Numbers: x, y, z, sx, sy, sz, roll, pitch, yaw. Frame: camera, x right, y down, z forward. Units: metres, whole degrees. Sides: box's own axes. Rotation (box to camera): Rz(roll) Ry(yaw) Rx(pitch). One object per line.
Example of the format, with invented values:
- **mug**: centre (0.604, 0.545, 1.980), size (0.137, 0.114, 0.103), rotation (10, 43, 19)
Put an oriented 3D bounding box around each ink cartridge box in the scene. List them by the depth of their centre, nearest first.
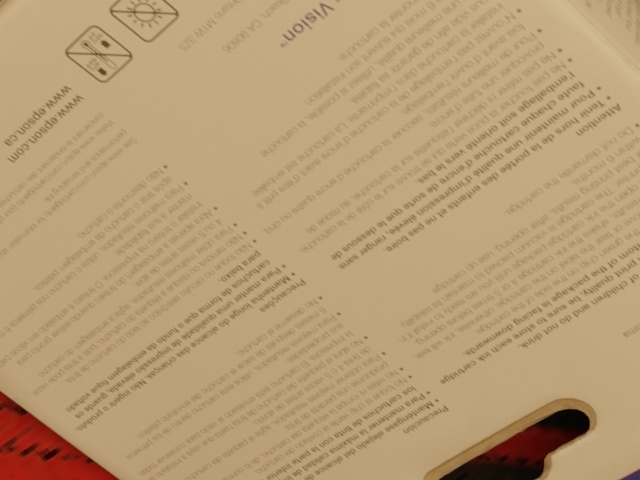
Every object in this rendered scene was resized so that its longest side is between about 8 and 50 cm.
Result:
- **ink cartridge box**: centre (0.000, 0.000, 0.440), size (0.224, 0.045, 0.223), rotation (42, 125, -19)
